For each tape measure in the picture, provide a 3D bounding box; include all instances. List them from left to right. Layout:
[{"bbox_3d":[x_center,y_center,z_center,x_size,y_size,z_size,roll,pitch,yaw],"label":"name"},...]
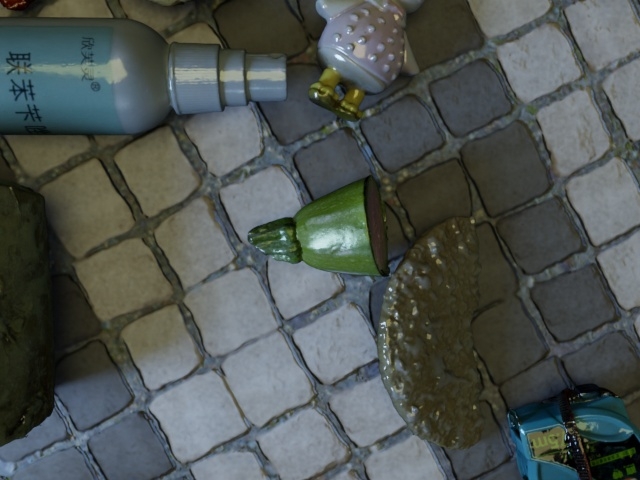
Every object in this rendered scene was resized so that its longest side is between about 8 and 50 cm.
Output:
[{"bbox_3d":[0.272,0.225,0.686,0.125,0.081,0.146,-14,93,1],"label":"tape measure"}]

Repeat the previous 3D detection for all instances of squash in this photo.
[{"bbox_3d":[-0.002,-0.003,0.667,0.132,0.105,0.105,-10,93,15],"label":"squash"}]

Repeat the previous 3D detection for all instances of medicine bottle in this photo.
[{"bbox_3d":[-0.208,-0.156,0.629,0.352,0.110,0.110,0,92,-3],"label":"medicine bottle"}]

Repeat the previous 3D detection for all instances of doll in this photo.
[{"bbox_3d":[0.058,-0.218,0.657,0.129,0.081,0.207,28,88,-23],"label":"doll"}]

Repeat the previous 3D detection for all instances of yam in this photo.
[{"bbox_3d":[-0.331,0.057,0.610,0.161,0.161,0.267,-2,92,-3],"label":"yam"}]

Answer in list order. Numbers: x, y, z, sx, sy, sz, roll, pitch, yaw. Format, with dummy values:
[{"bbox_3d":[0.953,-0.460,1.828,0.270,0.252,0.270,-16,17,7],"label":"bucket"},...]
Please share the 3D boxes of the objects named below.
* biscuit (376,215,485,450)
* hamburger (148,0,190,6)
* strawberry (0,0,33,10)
[{"bbox_3d":[0.113,0.101,0.668,0.133,0.032,0.249,-3,94,-37],"label":"biscuit"},{"bbox_3d":[-0.126,-0.372,0.612,0.283,0.144,0.259,-31,89,3],"label":"hamburger"},{"bbox_3d":[-0.329,-0.297,0.650,0.104,0.048,0.152,-25,97,-7],"label":"strawberry"}]
